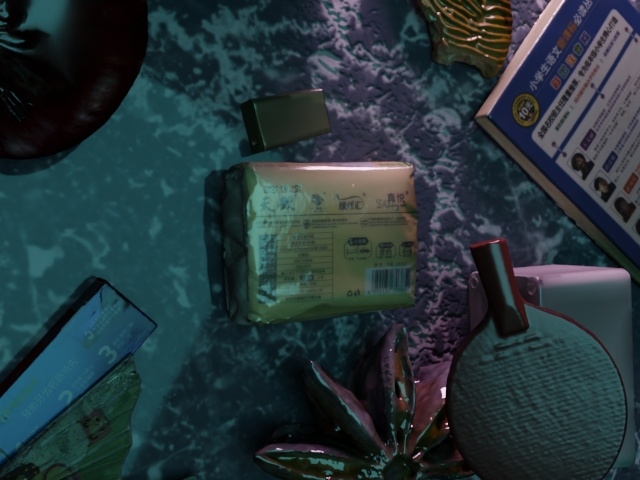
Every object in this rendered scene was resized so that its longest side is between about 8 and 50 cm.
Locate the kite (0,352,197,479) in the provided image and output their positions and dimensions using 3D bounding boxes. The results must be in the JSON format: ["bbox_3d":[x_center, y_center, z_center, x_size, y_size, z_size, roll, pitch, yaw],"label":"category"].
[{"bbox_3d":[-0.245,0.271,0.807,0.268,0.013,0.322,5,100,-38],"label":"kite"}]

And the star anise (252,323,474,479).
[{"bbox_3d":[0.066,0.256,0.933,0.332,0.118,0.331,-5,99,-29],"label":"star anise"}]

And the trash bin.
[{"bbox_3d":[-0.039,-0.141,0.924,0.092,0.043,0.060,-16,97,-26],"label":"trash bin"}]

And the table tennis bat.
[{"bbox_3d":[0.232,0.149,0.893,0.201,0.038,0.310,-16,90,3],"label":"table tennis bat"}]

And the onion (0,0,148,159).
[{"bbox_3d":[-0.288,-0.220,0.747,0.273,0.285,0.273,3,114,7],"label":"onion"}]

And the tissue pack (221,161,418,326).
[{"bbox_3d":[0.000,0.000,0.915,0.222,0.090,0.186,-4,94,-22],"label":"tissue pack"}]

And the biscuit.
[{"bbox_3d":[0.162,-0.321,1.014,0.229,0.031,0.176,24,80,-22],"label":"biscuit"}]

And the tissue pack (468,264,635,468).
[{"bbox_3d":[0.288,0.159,1.005,0.136,0.159,0.245,-3,92,-22],"label":"tissue pack"}]

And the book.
[{"bbox_3d":[0.440,-0.148,1.132,0.428,0.039,0.300,41,75,-18],"label":"book"}]

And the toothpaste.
[{"bbox_3d":[-0.302,0.182,0.798,0.076,0.066,0.320,45,75,-18],"label":"toothpaste"}]
